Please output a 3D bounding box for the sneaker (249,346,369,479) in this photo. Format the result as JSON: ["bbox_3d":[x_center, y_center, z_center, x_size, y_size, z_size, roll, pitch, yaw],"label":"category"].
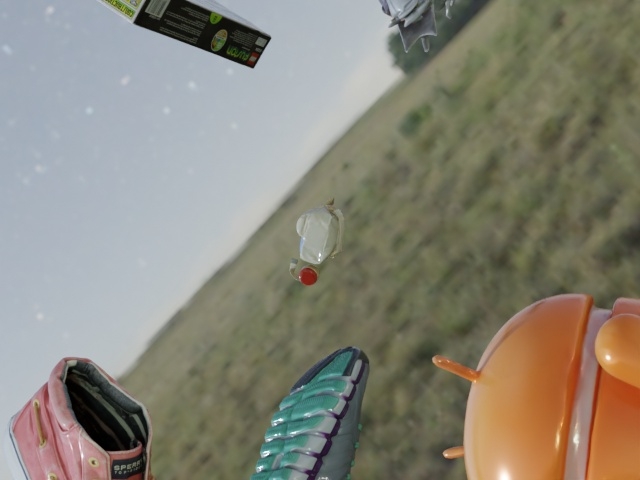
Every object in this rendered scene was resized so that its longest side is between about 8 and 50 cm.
[{"bbox_3d":[0.000,0.202,1.284,0.083,0.098,0.223,-15,37,50],"label":"sneaker"}]

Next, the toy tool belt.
[{"bbox_3d":[0.000,0.000,1.484,0.051,0.052,0.083,-53,-23,-61],"label":"toy tool belt"}]

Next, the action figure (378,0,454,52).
[{"bbox_3d":[0.044,-0.289,1.370,0.099,0.285,0.185,-40,45,18],"label":"action figure"}]

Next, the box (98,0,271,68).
[{"bbox_3d":[-0.137,-0.207,1.260,0.036,0.114,0.207,-60,-24,10],"label":"box"}]

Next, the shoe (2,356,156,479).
[{"bbox_3d":[-0.123,0.156,0.853,0.063,0.178,0.081,-11,-30,-44],"label":"shoe"}]

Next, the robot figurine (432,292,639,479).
[{"bbox_3d":[0.159,0.089,0.648,0.158,0.219,0.128,-22,-63,-74],"label":"robot figurine"}]
